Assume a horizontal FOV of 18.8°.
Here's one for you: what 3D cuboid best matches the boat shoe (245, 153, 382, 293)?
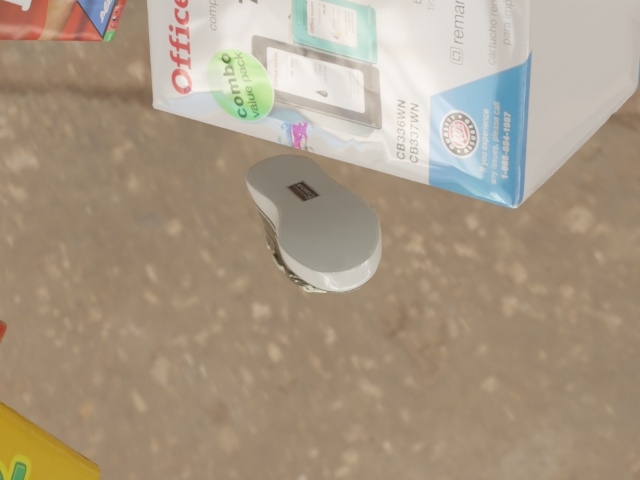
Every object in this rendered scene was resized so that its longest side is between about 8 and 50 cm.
[{"bbox_3d":[0.000,0.000,1.493,0.077,0.219,0.070,-17,116,-8],"label":"boat shoe"}]

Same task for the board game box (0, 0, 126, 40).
[{"bbox_3d":[-0.180,-0.281,1.485,0.145,0.027,0.281,-4,127,-42],"label":"board game box"}]

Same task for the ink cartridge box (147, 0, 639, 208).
[{"bbox_3d":[0.050,-0.176,1.238,0.197,0.270,0.198,-41,139,-47],"label":"ink cartridge box"}]

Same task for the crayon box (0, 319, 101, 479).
[{"bbox_3d":[-0.185,0.143,0.673,0.202,0.081,0.318,46,56,-57],"label":"crayon box"}]
